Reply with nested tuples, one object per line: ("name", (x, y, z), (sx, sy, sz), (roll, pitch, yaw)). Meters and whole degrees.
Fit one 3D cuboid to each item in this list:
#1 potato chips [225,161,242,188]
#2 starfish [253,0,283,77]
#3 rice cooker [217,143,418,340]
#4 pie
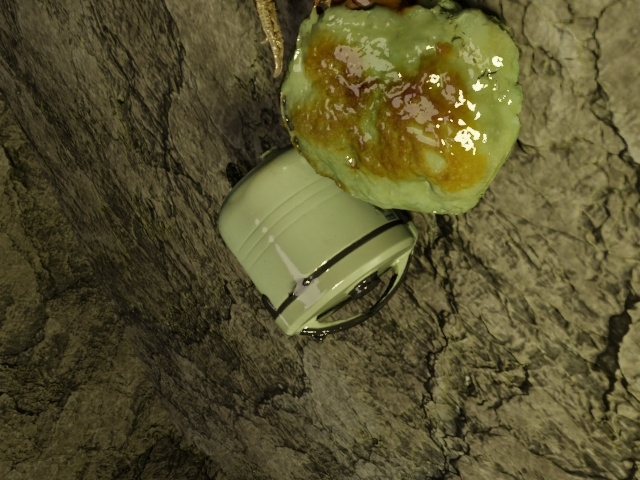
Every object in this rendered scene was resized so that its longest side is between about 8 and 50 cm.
("potato chips", (-0.098, -0.033, 1.085), (0.228, 0.059, 0.167), (45, 158, 14))
("starfish", (-0.068, -0.302, 0.684), (0.213, 0.056, 0.238), (90, 179, -77))
("rice cooker", (0.000, 0.000, 0.829), (0.244, 0.226, 0.226), (52, 150, 14))
("pie", (0.075, -0.150, 0.661), (0.274, 0.105, 0.257), (35, 128, 11))
